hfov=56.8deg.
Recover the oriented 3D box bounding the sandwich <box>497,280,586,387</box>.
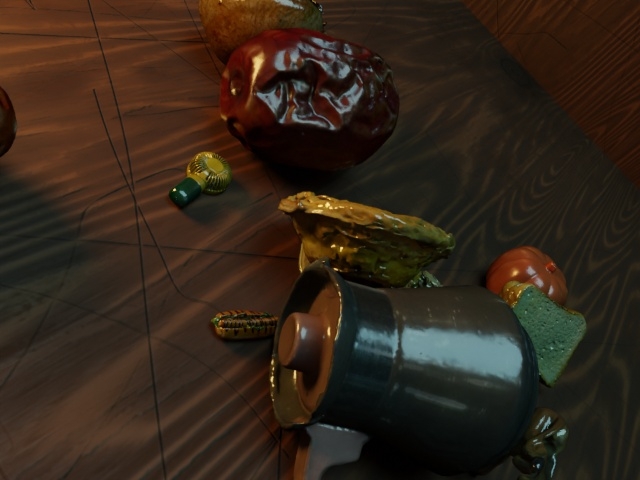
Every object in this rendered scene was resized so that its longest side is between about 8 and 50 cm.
[{"bbox_3d":[0.458,0.201,1.285,0.215,0.186,0.065,31,2,-19],"label":"sandwich"}]

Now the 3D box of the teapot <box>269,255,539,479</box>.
[{"bbox_3d":[0.106,0.224,0.904,0.362,0.305,0.376,16,74,-18],"label":"teapot"}]

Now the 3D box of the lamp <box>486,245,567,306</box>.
[{"bbox_3d":[0.494,0.101,1.403,0.188,0.164,0.187,22,42,-22],"label":"lamp"}]

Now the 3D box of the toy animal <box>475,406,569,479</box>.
[{"bbox_3d":[0.327,0.324,0.999,0.097,0.312,0.157,41,69,-5],"label":"toy animal"}]

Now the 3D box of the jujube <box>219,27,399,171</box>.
[{"bbox_3d":[-0.012,-0.280,1.213,0.377,0.276,0.276,4,54,-31],"label":"jujube"}]

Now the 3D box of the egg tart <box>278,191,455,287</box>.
[{"bbox_3d":[0.075,0.004,1.071,0.341,0.341,0.129,15,92,-31],"label":"egg tart"}]

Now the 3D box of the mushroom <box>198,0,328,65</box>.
[{"bbox_3d":[-0.116,-0.469,1.315,0.283,0.263,0.195,-15,89,-24],"label":"mushroom"}]

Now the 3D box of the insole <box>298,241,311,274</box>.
[{"bbox_3d":[0.000,0.000,1.186,0.081,0.011,0.247,27,42,-20],"label":"insole"}]

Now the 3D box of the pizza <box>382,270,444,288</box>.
[{"bbox_3d":[0.214,0.105,1.235,0.226,0.069,0.147,47,41,3],"label":"pizza"}]

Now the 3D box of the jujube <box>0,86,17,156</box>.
[{"bbox_3d":[-0.524,-0.149,0.745,0.250,0.174,0.174,-20,71,-44],"label":"jujube"}]

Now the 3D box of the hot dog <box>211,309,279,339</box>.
[{"bbox_3d":[-0.117,0.133,0.950,0.122,0.037,0.049,1,59,-38],"label":"hot dog"}]

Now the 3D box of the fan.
[{"bbox_3d":[-0.217,-0.108,1.073,0.082,0.039,0.155,41,40,-4],"label":"fan"}]
